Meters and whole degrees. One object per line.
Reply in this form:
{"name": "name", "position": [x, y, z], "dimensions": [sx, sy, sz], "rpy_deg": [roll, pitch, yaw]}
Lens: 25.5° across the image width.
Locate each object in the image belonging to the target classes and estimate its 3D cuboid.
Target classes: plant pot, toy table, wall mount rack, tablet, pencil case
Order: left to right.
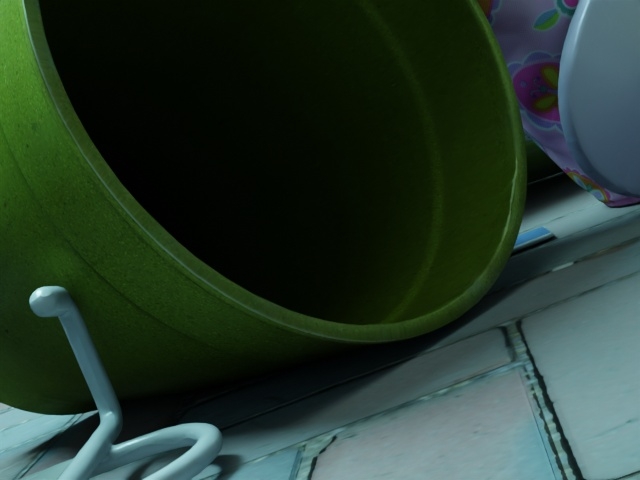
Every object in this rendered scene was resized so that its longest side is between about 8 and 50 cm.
{"name": "wall mount rack", "position": [-0.234, 0.122, 0.671], "dimensions": [0.350, 0.130, 0.304], "rpy_deg": [-22, 5, 6]}
{"name": "plant pot", "position": [-0.113, -0.044, 0.961], "dimensions": [0.366, 0.366, 0.353], "rpy_deg": [-27, -5, -45]}
{"name": "tablet", "position": [0.131, 0.008, 1.045], "dimensions": [0.083, 0.006, 0.054], "rpy_deg": [-20, 5, 4]}
{"name": "pencil case", "position": [0.165, -0.152, 1.044], "dimensions": [0.124, 0.284, 0.124], "rpy_deg": [-46, 8, 8]}
{"name": "toy table", "position": [0.286, -0.154, 0.922], "dimensions": [0.274, 0.252, 0.161], "rpy_deg": [-65, 8, -6]}

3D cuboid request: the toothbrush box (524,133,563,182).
{"name": "toothbrush box", "position": [0.140, -0.116, 1.372], "dimensions": [0.283, 0.122, 0.206], "rpy_deg": [-17, -12, 31]}
